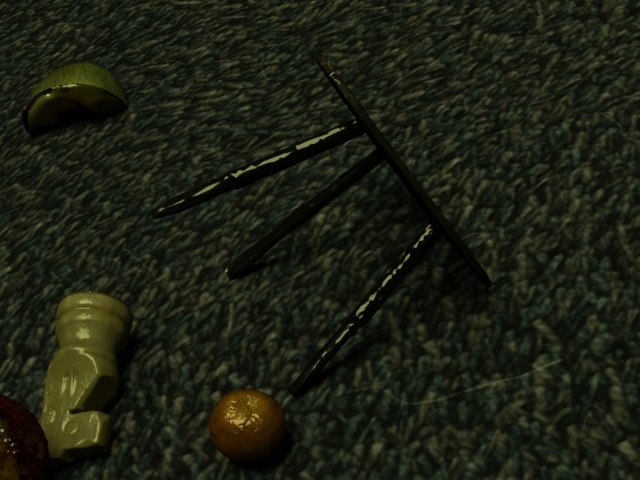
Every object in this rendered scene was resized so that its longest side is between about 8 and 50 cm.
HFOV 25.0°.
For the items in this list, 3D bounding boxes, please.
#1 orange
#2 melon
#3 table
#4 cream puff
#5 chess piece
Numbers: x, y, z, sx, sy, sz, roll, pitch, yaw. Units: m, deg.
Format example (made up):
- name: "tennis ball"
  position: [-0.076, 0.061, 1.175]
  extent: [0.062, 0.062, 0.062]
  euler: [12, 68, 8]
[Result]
- name: "orange"
  position: [-0.077, 0.194, 1.508]
  extent: [0.083, 0.070, 0.083]
  euler: [-4, 41, 3]
- name: "melon"
  position: [-0.372, -0.228, 2.136]
  extent: [0.160, 0.079, 0.128]
  euler: [-15, 40, 10]
- name: "table"
  position: [0.000, 0.000, 1.596]
  extent: [0.249, 0.317, 0.317]
  euler: [-37, 39, 3]
- name: "cream puff"
  position: [-0.354, 0.235, 1.556]
  extent: [0.149, 0.149, 0.084]
  euler: [1, 4, 27]
- name: "chess piece"
  position: [-0.271, 0.163, 1.644]
  extent: [0.090, 0.090, 0.200]
  euler: [-9, 51, 17]
